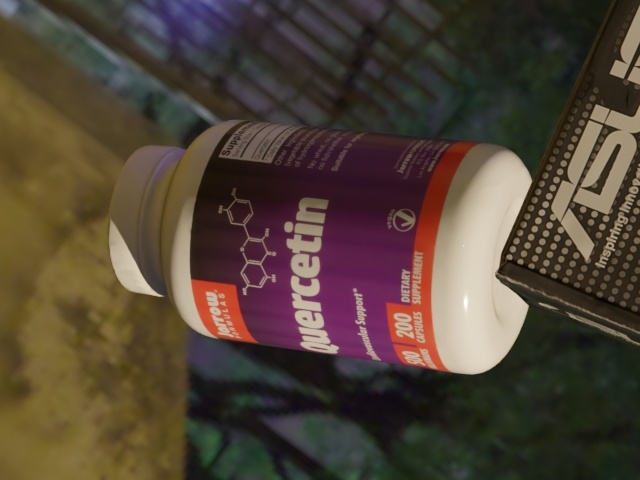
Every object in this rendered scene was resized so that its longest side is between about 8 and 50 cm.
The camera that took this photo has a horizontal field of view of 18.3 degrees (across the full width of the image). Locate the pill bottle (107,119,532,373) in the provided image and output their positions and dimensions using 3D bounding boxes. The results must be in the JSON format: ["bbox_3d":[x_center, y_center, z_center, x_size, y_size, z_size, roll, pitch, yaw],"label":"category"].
[{"bbox_3d":[0.000,0.000,1.593,0.323,0.181,0.181,6,-132,22],"label":"pill bottle"}]

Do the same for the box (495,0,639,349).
[{"bbox_3d":[0.206,-0.066,0.605,0.270,0.216,0.060,-65,160,-4],"label":"box"}]
